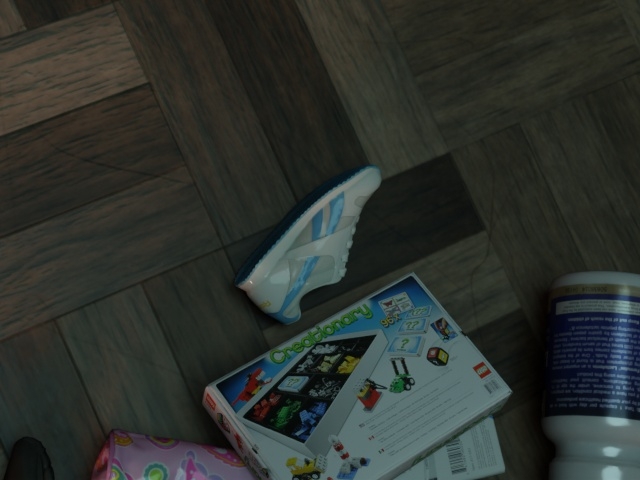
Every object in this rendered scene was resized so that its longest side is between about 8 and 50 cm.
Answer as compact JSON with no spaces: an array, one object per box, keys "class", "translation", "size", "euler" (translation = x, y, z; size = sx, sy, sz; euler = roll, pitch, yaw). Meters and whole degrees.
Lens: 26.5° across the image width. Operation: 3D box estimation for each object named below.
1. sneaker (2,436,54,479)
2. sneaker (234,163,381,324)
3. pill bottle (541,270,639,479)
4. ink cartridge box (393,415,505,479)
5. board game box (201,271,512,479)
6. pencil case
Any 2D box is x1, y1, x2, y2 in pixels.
[{"class":"sneaker","translation":[-0.355,0.350,1.456],"size":[0.130,0.109,0.286],"euler":[11,74,-9]},{"class":"sneaker","translation":[0.000,0.000,1.656],"size":[0.092,0.087,0.229],"euler":[46,76,-12]},{"class":"pill bottle","translation":[0.353,0.180,1.688],"size":[0.153,0.153,0.265],"euler":[10,75,-16]},{"class":"ink cartridge box","translation":[0.109,0.233,1.636],"size":[0.190,0.082,0.140],"euler":[-10,81,-18]},{"class":"board game box","translation":[0.044,0.179,1.552],"size":[0.305,0.053,0.193],"euler":[-27,66,-27]},{"class":"pencil case","translation":[-0.118,0.295,1.530],"size":[0.284,0.124,0.124],"euler":[16,74,-14]}]
